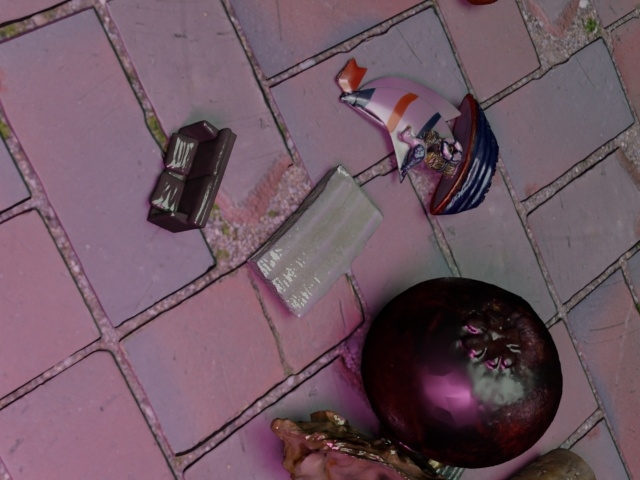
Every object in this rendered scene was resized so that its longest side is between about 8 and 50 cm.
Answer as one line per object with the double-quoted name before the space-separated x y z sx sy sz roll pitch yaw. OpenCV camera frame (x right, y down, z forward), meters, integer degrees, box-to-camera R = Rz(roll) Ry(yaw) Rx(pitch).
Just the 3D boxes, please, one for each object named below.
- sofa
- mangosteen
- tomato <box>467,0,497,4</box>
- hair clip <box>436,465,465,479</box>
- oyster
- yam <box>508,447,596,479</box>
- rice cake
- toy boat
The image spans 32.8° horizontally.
"sofa" -0.176 -0.089 1.462 0.060 0.085 0.147 31 67 -34
"mangosteen" 0.207 0.199 1.616 0.297 0.293 0.297 -1 71 2
"tomato" 0.276 -0.444 1.860 0.087 0.075 0.087 -7 103 -32
"hair clip" 0.194 0.393 1.716 0.066 0.036 0.229 39 70 -21
"oyster" 0.070 0.344 1.557 0.361 0.221 0.096 26 45 -13
"yam" 0.357 0.427 1.793 0.194 0.107 0.107 -24 99 -36
"rice cake" 0.000 0.000 1.612 0.127 0.043 0.237 52 58 -22
"toy boat" 0.170 -0.191 1.766 0.318 0.072 0.219 50 60 -10
